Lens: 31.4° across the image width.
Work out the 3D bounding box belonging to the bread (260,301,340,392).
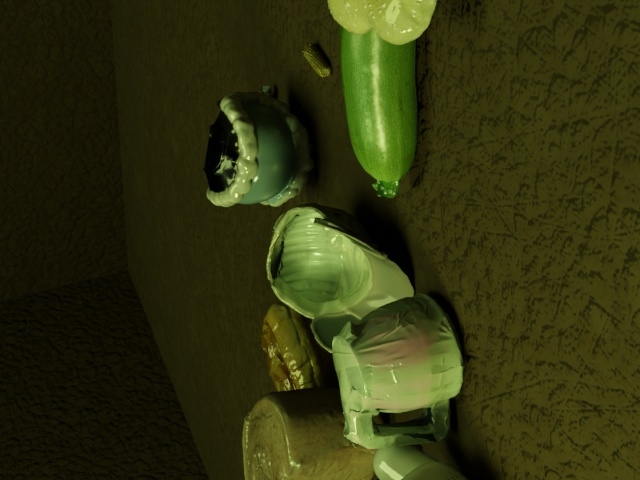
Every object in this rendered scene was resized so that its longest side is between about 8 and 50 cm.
[{"bbox_3d":[-0.039,0.232,2.232,0.198,0.120,0.236,102,148,-56],"label":"bread"}]

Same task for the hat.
[{"bbox_3d":[0.040,0.046,1.843,0.275,0.161,0.232,23,126,38],"label":"hat"}]

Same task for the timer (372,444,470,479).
[{"bbox_3d":[0.131,0.426,1.677,0.240,0.233,0.233,32,139,30],"label":"timer"}]

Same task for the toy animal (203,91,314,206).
[{"bbox_3d":[-0.108,-0.152,2.052,0.156,0.204,0.208,29,113,46],"label":"toy animal"}]

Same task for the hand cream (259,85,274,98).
[{"bbox_3d":[-0.107,-0.222,2.247,0.216,0.038,0.052,93,-177,-50],"label":"hand cream"}]

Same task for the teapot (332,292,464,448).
[{"bbox_3d":[0.103,0.194,1.692,0.221,0.178,0.163,93,156,-44],"label":"teapot"}]

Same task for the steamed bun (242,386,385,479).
[{"bbox_3d":[-0.023,0.368,2.073,0.199,0.251,0.301,65,150,28],"label":"steamed bun"}]

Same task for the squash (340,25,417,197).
[{"bbox_3d":[0.082,-0.235,1.561,0.107,0.107,0.395,-129,30,-52],"label":"squash"}]

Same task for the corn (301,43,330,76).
[{"bbox_3d":[-0.008,-0.301,1.894,0.027,0.028,0.083,32,-159,-46],"label":"corn"}]

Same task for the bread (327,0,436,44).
[{"bbox_3d":[0.080,-0.394,1.378,0.316,0.054,0.316,6,97,51],"label":"bread"}]
